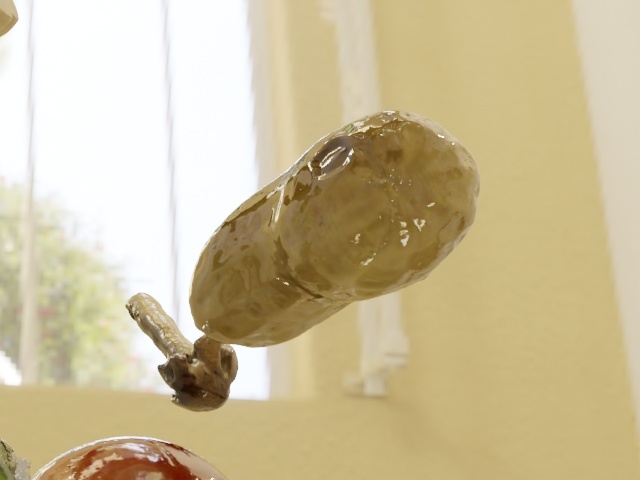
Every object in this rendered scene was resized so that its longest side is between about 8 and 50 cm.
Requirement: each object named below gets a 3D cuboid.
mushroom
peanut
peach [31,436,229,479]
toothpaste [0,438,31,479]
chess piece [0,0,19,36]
[{"bbox_3d":[-0.112,0.078,1.464,0.060,0.061,0.187,65,-10,-30],"label":"mushroom"},{"bbox_3d":[0.000,0.000,1.220,0.236,0.110,0.120,-32,-135,32],"label":"peanut"},{"bbox_3d":[-0.133,0.217,1.246,0.197,0.197,0.197,-175,-90,-72],"label":"peach"},{"bbox_3d":[-0.272,0.087,1.097,0.047,0.248,0.078,-53,-161,9],"label":"toothpaste"},{"bbox_3d":[-0.341,-0.247,1.462,0.397,0.117,0.117,36,53,-68],"label":"chess piece"}]
